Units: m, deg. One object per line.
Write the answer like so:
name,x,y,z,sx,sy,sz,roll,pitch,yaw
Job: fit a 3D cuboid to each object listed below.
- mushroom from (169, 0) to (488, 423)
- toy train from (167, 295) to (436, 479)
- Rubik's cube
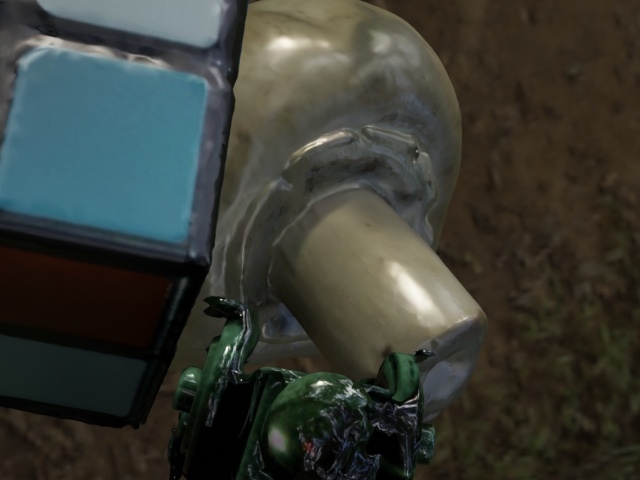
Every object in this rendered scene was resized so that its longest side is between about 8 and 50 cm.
mushroom,0.000,0.000,1.301,0.314,0.314,0.336,15,27,-47
toy train,-0.019,0.115,0.699,0.115,0.269,0.154,11,78,-10
Rubik's cube,-0.134,-0.041,0.737,0.180,0.183,0.167,12,63,-11
